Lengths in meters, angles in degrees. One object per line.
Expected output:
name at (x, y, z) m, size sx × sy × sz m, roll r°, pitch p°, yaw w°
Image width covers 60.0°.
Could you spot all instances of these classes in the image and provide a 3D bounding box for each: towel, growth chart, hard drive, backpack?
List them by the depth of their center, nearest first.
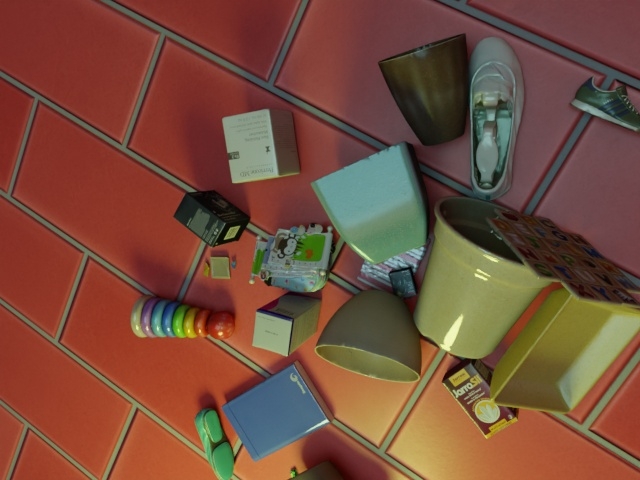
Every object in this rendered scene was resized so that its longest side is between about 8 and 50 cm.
towel at (0.202, 0.055, 1.543) m, size 0.144 × 0.029 × 0.197 m, roll 27°, pitch 107°, yaw 13°
growth chart at (-0.081, 0.033, 1.550) m, size 0.237 × 0.021 × 0.172 m, roll -5°, pitch 63°, yaw 12°
backpack at (-0.067, 0.089, 1.604) m, size 0.182 × 0.115 × 0.152 m, roll 13°, pitch 100°, yaw 16°
hard drive at (-0.141, 0.541, 1.743) m, size 0.318 × 0.040 × 0.210 m, roll -35°, pitch 85°, yaw 22°

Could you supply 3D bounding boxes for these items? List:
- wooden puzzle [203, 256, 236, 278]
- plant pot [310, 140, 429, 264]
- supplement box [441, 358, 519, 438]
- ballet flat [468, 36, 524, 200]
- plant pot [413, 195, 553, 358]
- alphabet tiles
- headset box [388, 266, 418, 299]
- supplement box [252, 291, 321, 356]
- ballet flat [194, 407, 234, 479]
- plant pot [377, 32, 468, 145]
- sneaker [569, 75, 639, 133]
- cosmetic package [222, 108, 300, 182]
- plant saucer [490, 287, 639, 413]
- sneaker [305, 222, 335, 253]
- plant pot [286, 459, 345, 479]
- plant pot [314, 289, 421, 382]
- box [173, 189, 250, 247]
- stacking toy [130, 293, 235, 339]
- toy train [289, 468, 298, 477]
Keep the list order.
wooden puzzle at (-0.318, 0.086, 1.756) m, size 0.116 × 0.014 × 0.078 m, roll 7°, pitch 105°, yaw 20°
plant pot at (0.156, -0.083, 1.407) m, size 0.247 × 0.248 × 0.252 m, roll -22°, pitch 92°, yaw 15°
supplement box at (0.427, 0.413, 1.481) m, size 0.104 × 0.081 × 0.188 m, roll -42°, pitch 82°, yaw 22°
ballet flat at (0.419, -0.295, 1.346) m, size 0.139 × 0.139 × 0.400 m, roll 2°, pitch 99°, yaw 21°
plant pot at (0.382, 0.103, 1.348) m, size 0.334 × 0.334 × 0.305 m, roll 26°, pitch 118°, yaw 16°
alphabet tiles at (0.533, 0.030, 1.226) m, size 0.285 × 0.342 × 0.011 m, roll 8°, pitch 120°, yaw -20°
headset box at (0.227, 0.120, 1.513) m, size 0.062 × 0.032 × 0.083 m, roll -14°, pitch 94°, yaw 20°
supplement box at (-0.091, 0.231, 1.579) m, size 0.111 × 0.220 × 0.114 m, roll 13°, pitch 104°, yaw 20°
ballet flat at (-0.353, 0.671, 1.836) m, size 0.087 × 0.083 × 0.247 m, roll -14°, pitch 93°, yaw 47°
plant pot at (0.276, -0.360, 1.367) m, size 0.215 × 0.215 × 0.230 m, roll -12°, pitch 108°, yaw 22°
sneaker at (0.685, -0.313, 1.274) m, size 0.192 × 0.064 × 0.086 m, roll 29°, pitch 112°, yaw 18°
cosmetic package at (-0.164, -0.265, 1.564) m, size 0.151 × 0.151 × 0.184 m, roll -6°, pitch 96°, yaw 23°
plant saucer at (0.575, 0.254, 1.319) m, size 0.333 × 0.333 × 0.081 m, roll -60°, pitch 35°, yaw 19°
sneaker at (0.000, 0.000, 1.610) m, size 0.109 × 0.040 × 0.044 m, roll 49°, pitch 128°, yaw 11°
plant pot at (0.007, 0.787, 1.632) m, size 0.263 × 0.263 × 0.229 m, roll -35°, pitch 69°, yaw 22°
plant pot at (0.147, 0.244, 1.488) m, size 0.284 × 0.284 × 0.191 m, roll 9°, pitch 65°, yaw 20°
box at (-0.321, -0.068, 1.654) m, size 0.158 × 0.156 × 0.093 m, roll 36°, pitch 108°, yaw 13°
stacking toy at (-0.428, 0.257, 1.775) m, size 0.330 × 0.141 × 0.141 m, roll 5°, pitch 100°, yaw 13°
toy train at (-0.078, 0.769, 1.768) m, size 0.023 × 0.017 × 0.083 m, roll -18°, pitch 92°, yaw 33°
